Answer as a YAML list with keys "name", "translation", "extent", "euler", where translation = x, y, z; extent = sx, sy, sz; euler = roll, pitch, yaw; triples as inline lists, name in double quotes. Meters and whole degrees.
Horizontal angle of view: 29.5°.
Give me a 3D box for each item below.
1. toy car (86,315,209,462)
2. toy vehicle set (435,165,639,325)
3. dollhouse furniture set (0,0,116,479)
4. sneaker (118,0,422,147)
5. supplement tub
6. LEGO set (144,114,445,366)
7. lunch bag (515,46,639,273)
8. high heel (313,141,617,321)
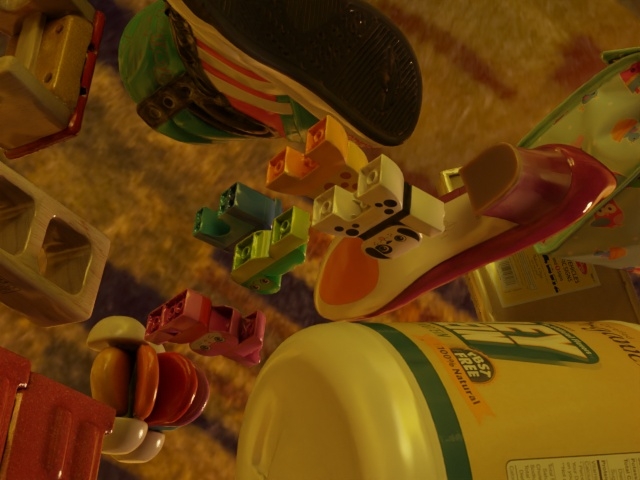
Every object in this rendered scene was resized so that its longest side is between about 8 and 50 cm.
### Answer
- name: "toy car"
  translation: [-0.203, 0.178, 1.454]
  extent: [0.136, 0.182, 0.159]
  euler: [-3, 72, 6]
- name: "toy vehicle set"
  translation: [0.242, 0.030, 1.318]
  extent: [0.166, 0.035, 0.267]
  euler: [-11, 67, -9]
- name: "dollhouse furniture set"
  translation: [-0.235, 0.031, 0.765]
  extent: [0.201, 0.374, 0.152]
  euler: [-14, 144, 30]
- name: "sneaker"
  translation: [-0.079, -0.150, 0.787]
  extent: [0.178, 0.124, 0.295]
  euler: [0, 154, 37]
- name: "supplement tub"
  translation: [0.080, 0.104, 0.488]
  extent: [0.199, 0.144, 0.144]
  euler: [2, 114, -27]
- name: "LEGO set"
  translation: [0.000, 0.000, 0.717]
  extent: [0.093, 0.087, 0.227]
  euler: [26, 142, -28]
- name: "lunch bag"
  translation: [0.355, -0.090, 1.213]
  extent: [0.223, 0.160, 0.262]
  euler: [10, 139, -29]
- name: "high heel"
  translation: [0.101, 0.000, 0.905]
  extent: [0.117, 0.082, 0.244]
  euler: [8, 144, -39]
